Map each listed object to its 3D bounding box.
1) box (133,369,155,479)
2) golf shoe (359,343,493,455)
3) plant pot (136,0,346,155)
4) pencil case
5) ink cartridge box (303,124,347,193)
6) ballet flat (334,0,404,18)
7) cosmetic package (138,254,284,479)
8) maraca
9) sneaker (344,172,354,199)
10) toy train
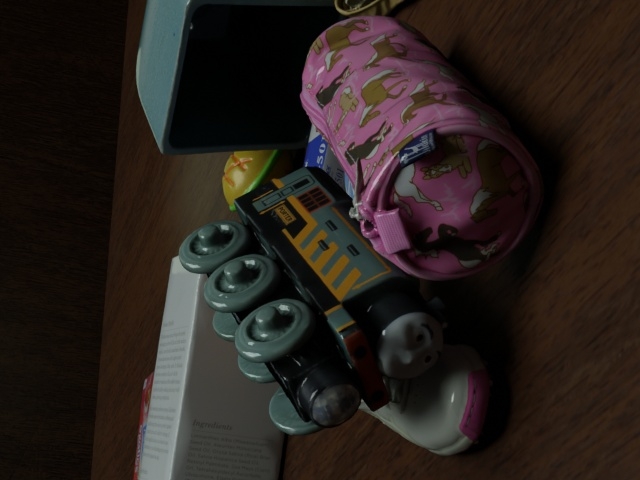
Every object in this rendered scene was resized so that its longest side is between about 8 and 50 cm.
[{"bbox_3d":[-0.231,0.345,2.080,0.122,0.128,0.257,138,139,-63],"label":"box"},{"bbox_3d":[0.065,0.143,1.271,0.306,0.140,0.115,-174,96,-71],"label":"golf shoe"},{"bbox_3d":[-0.144,-0.300,1.850,0.252,0.247,0.248,55,139,43],"label":"plant pot"},{"bbox_3d":[0.087,-0.108,1.282,0.160,0.167,0.386,-57,23,17],"label":"pencil case"},{"bbox_3d":[0.020,-0.144,1.690,0.097,0.046,0.207,154,129,-69],"label":"ink cartridge box"},{"bbox_3d":[0.081,-0.331,1.585,0.232,0.073,0.080,141,136,-64],"label":"ballet flat"},{"bbox_3d":[-0.154,0.246,1.843,0.230,0.161,0.453,163,116,-70],"label":"cosmetic package"},{"bbox_3d":[-0.086,-0.121,1.959,0.186,0.099,0.127,-58,16,-21],"label":"maraca"},{"bbox_3d":[0.061,-0.116,1.518,0.081,0.080,0.211,156,124,-65],"label":"sneaker"},{"bbox_3d":[-0.011,0.050,1.234,0.334,0.190,0.142,48,165,55],"label":"toy train"}]
